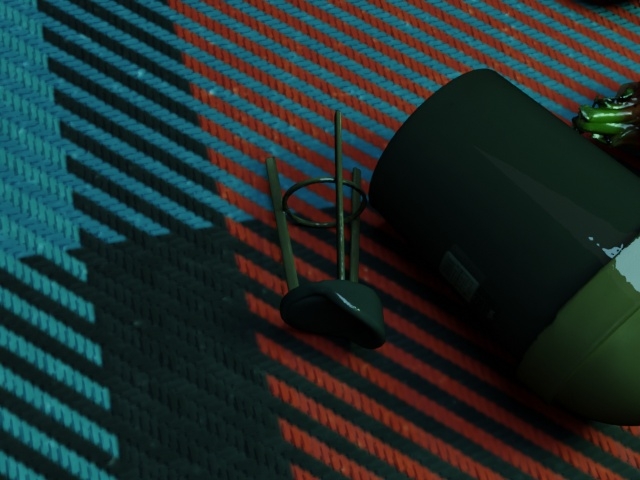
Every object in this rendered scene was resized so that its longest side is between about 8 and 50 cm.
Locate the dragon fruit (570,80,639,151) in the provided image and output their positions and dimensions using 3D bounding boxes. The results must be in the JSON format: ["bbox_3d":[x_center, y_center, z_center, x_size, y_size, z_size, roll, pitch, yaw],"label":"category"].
[{"bbox_3d":[0.374,-0.128,0.960,0.235,0.135,0.137,-24,71,-12],"label":"dragon fruit"}]

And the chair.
[{"bbox_3d":[0.001,0.000,0.844,0.095,0.104,0.222,-14,57,11],"label":"chair"}]

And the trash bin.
[{"bbox_3d":[0.216,0.015,0.806,0.214,0.214,0.334,-32,63,-24],"label":"trash bin"}]
